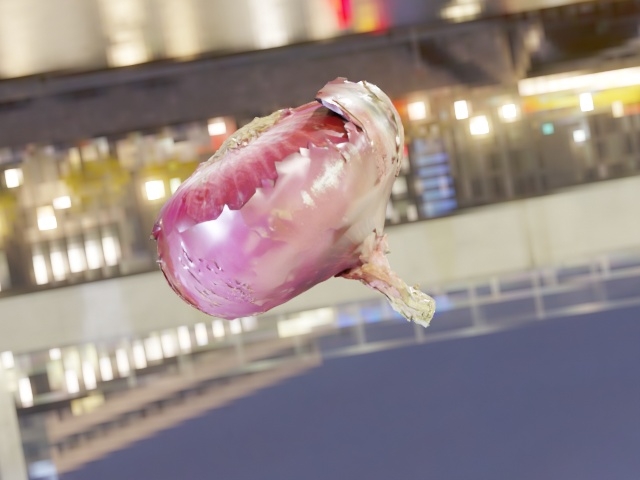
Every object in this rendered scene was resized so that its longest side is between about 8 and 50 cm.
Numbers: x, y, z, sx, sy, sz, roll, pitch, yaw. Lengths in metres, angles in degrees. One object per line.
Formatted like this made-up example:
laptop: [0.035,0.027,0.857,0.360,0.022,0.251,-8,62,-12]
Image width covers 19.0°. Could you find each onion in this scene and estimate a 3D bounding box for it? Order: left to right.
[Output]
onion: [0.000,0.000,0.967,0.150,0.140,0.150,-39,-174,5]
